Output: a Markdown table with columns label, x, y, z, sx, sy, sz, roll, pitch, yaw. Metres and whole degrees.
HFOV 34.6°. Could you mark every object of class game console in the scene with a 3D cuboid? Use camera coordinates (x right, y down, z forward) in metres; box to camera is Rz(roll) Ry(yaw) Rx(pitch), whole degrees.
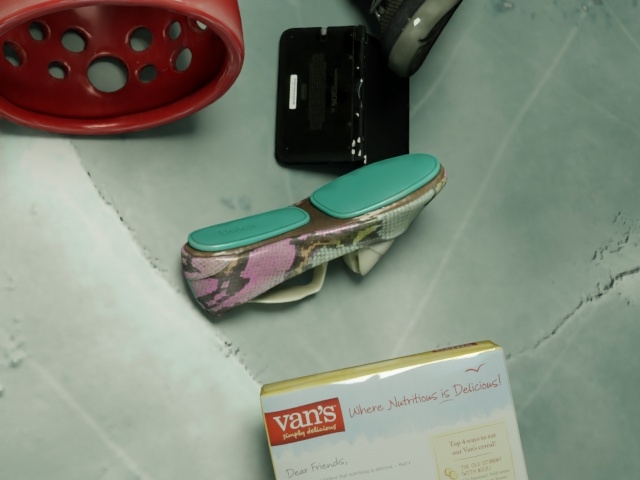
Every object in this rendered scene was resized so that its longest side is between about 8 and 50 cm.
| label | x | y | z | sx | sy | sz | roll | pitch | yaw |
| --- | --- | --- | --- | --- | --- | --- | --- | --- | --- |
| game console | 0.021 | -0.112 | 0.868 | 0.107 | 0.071 | 0.122 | -1 | 73 | 7 |

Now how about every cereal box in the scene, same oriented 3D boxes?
| label | x | y | z | sx | sy | sz | roll | pitch | yaw |
| --- | --- | --- | --- | --- | --- | --- | --- | --- | --- |
| cereal box | 0.063 | 0.203 | 0.718 | 0.172 | 0.047 | 0.240 | -11 | 92 | -2 |

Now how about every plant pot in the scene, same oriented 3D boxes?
| label | x | y | z | sx | sy | sz | roll | pitch | yaw |
| --- | --- | --- | --- | --- | --- | --- | --- | --- | --- |
| plant pot | -0.159 | -0.189 | 0.715 | 0.191 | 0.191 | 0.174 | -4 | 70 | -25 |

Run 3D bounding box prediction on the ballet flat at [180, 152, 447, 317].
| label | x | y | z | sx | sy | sz | roll | pitch | yaw |
| --- | --- | --- | --- | --- | --- | --- | --- | --- | --- |
| ballet flat | 0.000 | 0.000 | 0.797 | 0.221 | 0.077 | 0.079 | -21 | 119 | -19 |

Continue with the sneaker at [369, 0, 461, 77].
| label | x | y | z | sx | sy | sz | roll | pitch | yaw |
| --- | --- | --- | --- | --- | --- | --- | --- | --- | --- |
| sneaker | 0.055 | -0.216 | 0.843 | 0.130 | 0.087 | 0.228 | 29 | 38 | -6 |
